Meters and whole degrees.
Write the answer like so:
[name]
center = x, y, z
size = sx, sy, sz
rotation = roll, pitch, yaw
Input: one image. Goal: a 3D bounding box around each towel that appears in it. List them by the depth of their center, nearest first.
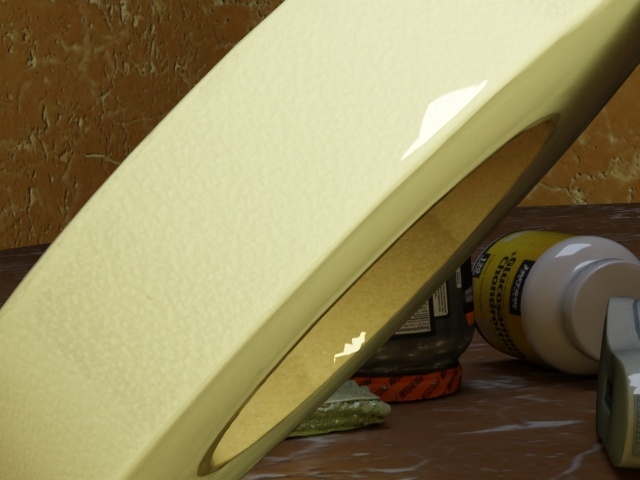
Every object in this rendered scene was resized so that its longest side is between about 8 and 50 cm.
[towel]
center = -0.035, 0.111, 1.160
size = 0.148, 0.027, 0.110
rotation = -5, 3, -15

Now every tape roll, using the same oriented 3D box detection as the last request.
[tape roll]
center = 0.000, 0.000, 0.719
size = 0.392, 0.072, 0.392
rotation = -45, -8, -8

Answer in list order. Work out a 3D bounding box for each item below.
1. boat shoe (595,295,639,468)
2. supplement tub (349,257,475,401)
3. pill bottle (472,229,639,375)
[boat shoe]
center = 0.204, 0.086, 1.012
size = 0.081, 0.079, 0.227
rotation = 5, 10, 4
[supplement tub]
center = 0.051, 0.016, 1.260
size = 0.117, 0.190, 0.117
rotation = -4, 5, 0
[pill bottle]
center = 0.185, 0.046, 1.307
size = 0.103, 0.103, 0.184
rotation = -5, 4, -15
